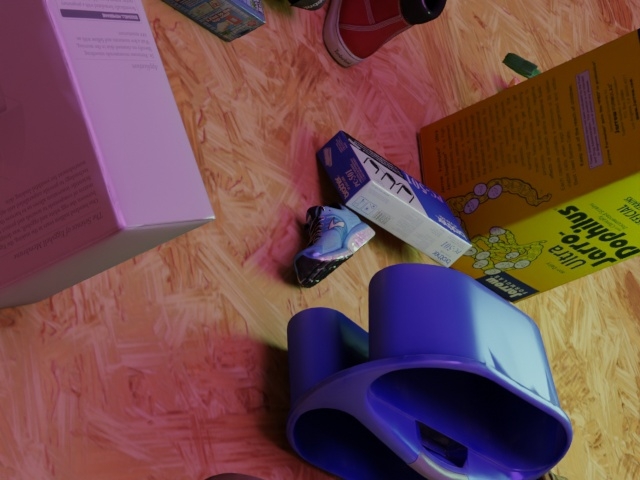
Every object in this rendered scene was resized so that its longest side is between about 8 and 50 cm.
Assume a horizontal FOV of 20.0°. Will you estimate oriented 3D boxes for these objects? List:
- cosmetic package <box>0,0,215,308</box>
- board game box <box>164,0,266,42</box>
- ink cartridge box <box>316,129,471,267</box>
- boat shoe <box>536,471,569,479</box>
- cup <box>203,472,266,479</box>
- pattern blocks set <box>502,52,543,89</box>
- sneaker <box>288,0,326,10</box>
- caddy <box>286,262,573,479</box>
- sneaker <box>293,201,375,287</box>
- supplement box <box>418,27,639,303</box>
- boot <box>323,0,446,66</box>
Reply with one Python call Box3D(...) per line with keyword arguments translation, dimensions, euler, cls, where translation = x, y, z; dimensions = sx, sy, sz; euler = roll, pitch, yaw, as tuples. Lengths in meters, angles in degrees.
Box3D(translation=(-0.242, -0.077, 1.552), dimensions=(0.138, 0.224, 0.224), euler=(-5, 75, -57), cls="cosmetic package")
Box3D(translation=(-0.158, -0.336, 2.007), dimensions=(0.194, 0.060, 0.194), euler=(12, 60, -54), cls="board game box")
Box3D(translation=(0.089, -0.048, 2.173), dimensions=(0.207, 0.046, 0.097), euler=(31, 22, -44), cls="ink cartridge box")
Box3D(translation=(0.241, 0.380, 2.096), dimensions=(0.120, 0.123, 0.324), euler=(48, 27, -18), cls="boat shoe")
Box3D(translation=(-0.082, 0.389, 1.449), dimensions=(0.237, 0.331, 0.331), euler=(-34, 100, -33), cls="cup")
Box3D(translation=(0.369, -0.152, 2.540), dimensions=(0.325, 0.026, 0.285), euler=(41, -5, -42), cls="pattern blocks set")
Box3D(translation=(-0.021, -0.319, 2.155), dimensions=(0.234, 0.078, 0.106), euler=(-75, 143, -70), cls="sneaker")
Box3D(translation=(0.113, 0.174, 1.909), dimensions=(0.341, 0.241, 0.179), euler=(31, 41, -43), cls="caddy")
Box3D(translation=(0.000, 0.000, 2.039), dimensions=(0.073, 0.063, 0.162), euler=(50, 25, 0), cls="sneaker")
Box3D(translation=(0.327, -0.089, 2.288), dimensions=(0.194, 0.357, 0.195), euler=(29, 48, -45), cls="supplement box")
Box3D(translation=(0.097, -0.344, 2.286), dimensions=(0.088, 0.176, 0.244), euler=(38, 40, -35), cls="boot")
